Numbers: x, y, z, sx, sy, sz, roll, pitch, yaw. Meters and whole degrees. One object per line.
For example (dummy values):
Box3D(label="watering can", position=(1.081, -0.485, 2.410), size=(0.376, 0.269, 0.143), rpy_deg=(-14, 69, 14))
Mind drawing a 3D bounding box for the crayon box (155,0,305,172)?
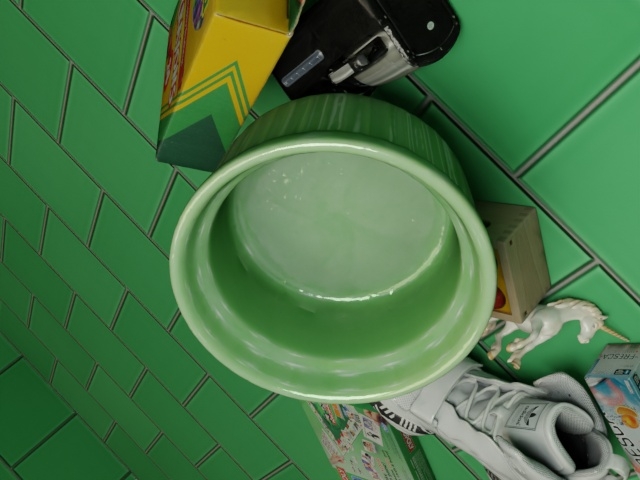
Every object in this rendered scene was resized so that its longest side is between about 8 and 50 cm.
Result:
Box3D(label="crayon box", position=(-0.100, -0.240, 0.874), size=(0.081, 0.202, 0.318), rpy_deg=(11, 150, -20))

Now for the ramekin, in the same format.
Box3D(label="ramekin", position=(0.016, 0.003, 0.810), size=(0.303, 0.148, 0.303), rpy_deg=(3, 124, 5))

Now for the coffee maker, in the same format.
Box3D(label="coffee maker", position=(0.030, -0.225, 0.835), size=(0.178, 0.120, 0.171), rpy_deg=(-23, 83, 53))

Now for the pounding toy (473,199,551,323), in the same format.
Box3D(label="pounding toy", position=(0.170, 0.035, 0.927), size=(0.141, 0.100, 0.130), rpy_deg=(10, 130, 42))

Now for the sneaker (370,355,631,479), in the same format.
Box3D(label="sneaker", position=(0.199, 0.196, 0.995), size=(0.366, 0.137, 0.210), rpy_deg=(36, 158, 9))

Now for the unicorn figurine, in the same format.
Box3D(label="unicorn figurine", position=(0.243, 0.097, 0.923), size=(0.162, 0.111, 0.060), rpy_deg=(31, 155, 48))

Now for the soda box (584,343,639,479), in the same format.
Box3D(label="soda box", position=(0.368, 0.204, 0.908), size=(0.058, 0.063, 0.183), rpy_deg=(-12, 114, 52))

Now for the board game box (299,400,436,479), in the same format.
Box3D(label="board game box", position=(0.095, 0.379, 1.401), size=(0.213, 0.046, 0.317), rpy_deg=(6, 128, 46))
